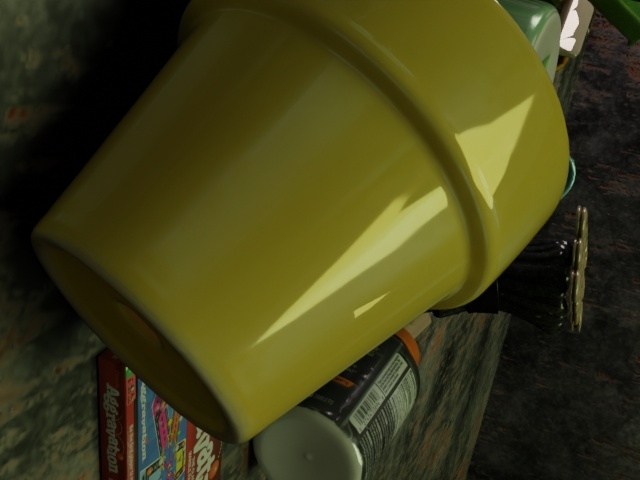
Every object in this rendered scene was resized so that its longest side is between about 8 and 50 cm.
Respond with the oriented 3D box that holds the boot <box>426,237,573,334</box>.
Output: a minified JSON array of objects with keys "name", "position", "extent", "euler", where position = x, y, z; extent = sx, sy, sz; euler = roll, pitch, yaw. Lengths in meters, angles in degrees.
[{"name":"boot","position":[0.147,0.046,0.974],"extent":[0.348,0.260,0.131],"euler":[-29,132,-64]}]

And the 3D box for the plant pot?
[{"name":"plant pot","position":[-0.026,-0.022,0.512],"extent":[0.239,0.254,0.254],"euler":[-44,150,-23]}]

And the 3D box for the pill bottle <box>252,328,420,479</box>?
[{"name":"pill bottle","position":[0.034,0.182,0.987],"extent":[0.246,0.131,0.130],"euler":[-41,144,-56]}]

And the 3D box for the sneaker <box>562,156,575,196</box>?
[{"name":"sneaker","position":[0.160,-0.067,0.775],"extent":[0.366,0.150,0.135],"euler":[-1,124,-59]}]

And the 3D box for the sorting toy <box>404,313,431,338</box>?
[{"name":"sorting toy","position":[0.149,0.050,1.333],"extent":[0.193,0.038,0.208],"euler":[-24,125,-65]}]

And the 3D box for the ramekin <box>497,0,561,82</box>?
[{"name":"ramekin","position":[0.188,-0.169,1.067],"extent":[0.303,0.148,0.303],"euler":[-53,153,-43]}]

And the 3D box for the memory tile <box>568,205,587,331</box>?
[{"name":"memory tile","position":[0.295,0.036,0.982],"extent":[0.148,0.012,0.113],"euler":[54,44,-63]}]

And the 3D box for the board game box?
[{"name":"board game box","position":[-0.124,0.175,0.705],"extent":[0.145,0.027,0.281],"euler":[-45,147,-55]}]

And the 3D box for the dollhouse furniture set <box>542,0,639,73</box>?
[{"name":"dollhouse furniture set","position":[0.365,-0.283,1.313],"extent":[0.197,0.151,0.301],"euler":[-33,-158,49]}]
